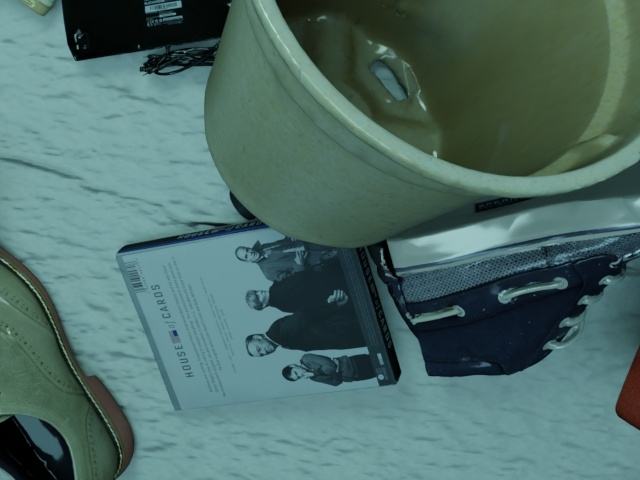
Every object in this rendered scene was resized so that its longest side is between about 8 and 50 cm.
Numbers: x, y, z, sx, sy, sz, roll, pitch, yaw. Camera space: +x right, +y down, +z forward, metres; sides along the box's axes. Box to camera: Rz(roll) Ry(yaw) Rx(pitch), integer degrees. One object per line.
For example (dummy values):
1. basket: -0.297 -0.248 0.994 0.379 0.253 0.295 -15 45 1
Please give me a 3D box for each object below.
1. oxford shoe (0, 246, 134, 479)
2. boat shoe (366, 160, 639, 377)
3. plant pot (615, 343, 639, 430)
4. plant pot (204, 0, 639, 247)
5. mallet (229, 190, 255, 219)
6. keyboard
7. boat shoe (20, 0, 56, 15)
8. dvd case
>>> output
1. oxford shoe: -0.312 0.119 1.135 0.123 0.130 0.348 -36 101 18
2. boat shoe: 0.224 0.023 1.067 0.340 0.127 0.158 -11 112 18
3. plant pot: 0.448 0.090 0.944 0.267 0.236 0.267 5 112 -29
4. plant pot: 0.056 -0.140 0.891 0.333 0.305 0.334 7 70 -18
5. mallet: 0.000 0.000 1.119 0.189 0.039 0.062 43 113 -13
6. keyboard: -0.137 -0.195 1.073 0.192 0.038 0.100 -7 85 9
7. boat shoe: -0.297 -0.244 1.054 0.135 0.050 0.045 26 104 -4
8. dvd case: -0.060 0.069 1.121 0.238 0.029 0.179 -9 111 22
